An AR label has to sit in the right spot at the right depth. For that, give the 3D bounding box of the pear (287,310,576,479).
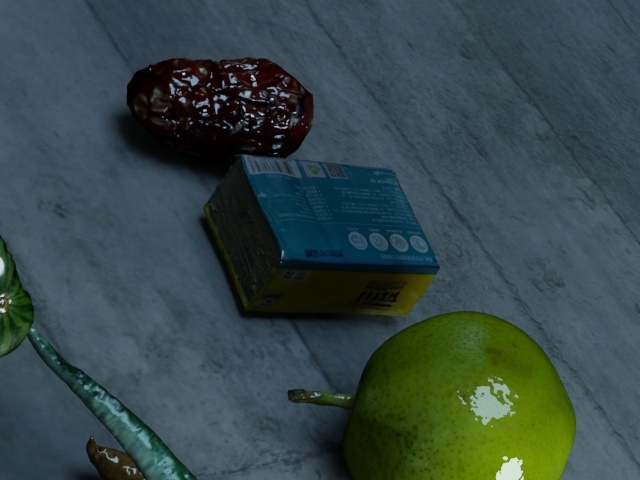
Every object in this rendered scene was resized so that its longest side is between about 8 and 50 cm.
[{"bbox_3d":[0.083,0.136,1.360,0.216,0.166,0.180,14,50,5],"label":"pear"}]

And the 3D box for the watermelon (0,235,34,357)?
[{"bbox_3d":[-0.295,-0.004,1.173,0.127,0.204,0.232,-35,68,-27],"label":"watermelon"}]

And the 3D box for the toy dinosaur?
[{"bbox_3d":[-0.102,0.218,1.154,0.383,0.076,0.129,47,67,-3],"label":"toy dinosaur"}]

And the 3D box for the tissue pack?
[{"bbox_3d":[0.000,0.000,1.487,0.169,0.082,0.120,3,49,-37],"label":"tissue pack"}]

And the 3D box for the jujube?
[{"bbox_3d":[-0.088,-0.115,1.534,0.166,0.104,0.104,11,43,-23],"label":"jujube"}]

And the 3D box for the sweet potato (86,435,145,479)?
[{"bbox_3d":[-0.030,0.228,1.221,0.314,0.072,0.066,40,9,3],"label":"sweet potato"}]
